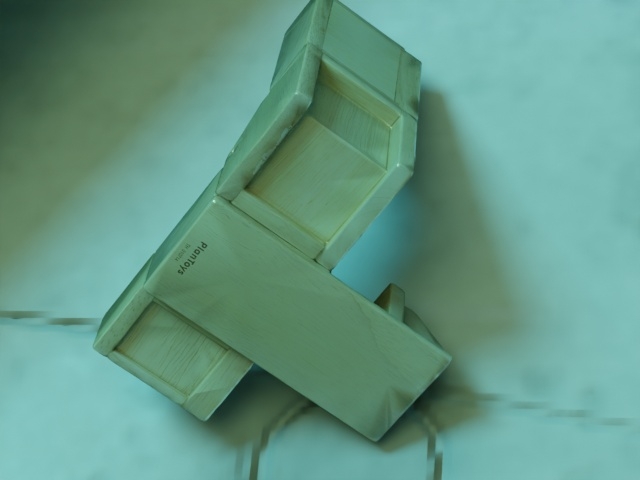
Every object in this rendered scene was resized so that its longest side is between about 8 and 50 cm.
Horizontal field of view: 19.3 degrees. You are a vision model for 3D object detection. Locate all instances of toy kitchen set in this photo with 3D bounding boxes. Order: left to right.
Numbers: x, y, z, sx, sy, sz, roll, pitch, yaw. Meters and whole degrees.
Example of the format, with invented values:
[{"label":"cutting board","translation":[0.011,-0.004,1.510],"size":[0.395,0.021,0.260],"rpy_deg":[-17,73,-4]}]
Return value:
[{"label":"toy kitchen set","translation":[0.000,0.000,0.465],"size":[0.068,0.075,0.083],"rpy_deg":[35,114,-12]}]
